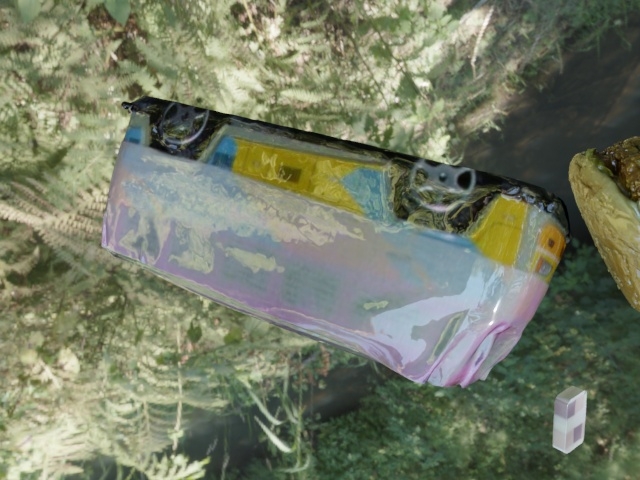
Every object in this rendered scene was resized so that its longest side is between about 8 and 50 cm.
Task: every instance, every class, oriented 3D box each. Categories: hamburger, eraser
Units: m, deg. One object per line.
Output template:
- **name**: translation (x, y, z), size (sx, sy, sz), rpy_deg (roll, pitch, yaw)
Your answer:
- **hamburger**: translation (0.483, -0.020, 0.834), size (0.144, 0.259, 0.283), rpy_deg (-20, 116, 22)
- **eraser**: translation (0.435, 0.312, 0.972), size (0.065, 0.026, 0.105), rpy_deg (-13, 107, -32)

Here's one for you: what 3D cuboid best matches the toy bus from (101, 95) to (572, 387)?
- **toy bus**: translation (0.000, 0.000, 0.487), size (0.386, 0.162, 0.171), rpy_deg (17, -179, 24)
